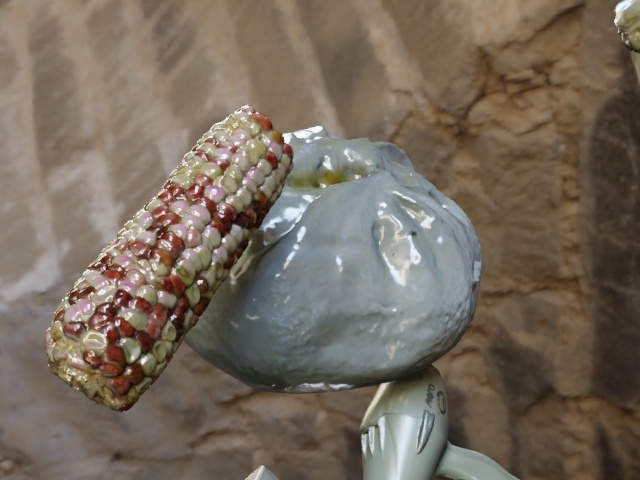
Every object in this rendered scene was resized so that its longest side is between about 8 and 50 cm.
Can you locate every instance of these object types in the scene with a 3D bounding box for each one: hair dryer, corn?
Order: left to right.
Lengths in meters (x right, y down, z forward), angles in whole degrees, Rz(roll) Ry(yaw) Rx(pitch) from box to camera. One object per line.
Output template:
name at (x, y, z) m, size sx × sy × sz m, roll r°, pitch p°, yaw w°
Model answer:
corn at (-0.105, 0.007, 0.872) m, size 0.092 × 0.280 × 0.092 m, roll 26°, pitch -29°, yaw 16°
hair dryer at (0.110, 0.251, 1.082) m, size 0.225 × 0.219 × 0.088 m, roll 44°, pitch -39°, yaw -3°

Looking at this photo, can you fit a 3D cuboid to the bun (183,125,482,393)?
bun at (-0.004, -0.003, 1.132) m, size 0.354 × 0.354 × 0.194 m, roll -121°, pitch -149°, yaw -57°

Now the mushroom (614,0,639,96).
mushroom at (0.424, -0.162, 1.181) m, size 0.267 × 0.164 × 0.189 m, roll 58°, pitch 13°, yaw -5°

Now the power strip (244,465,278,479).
power strip at (-0.109, 0.291, 1.102) m, size 0.035 × 0.192 × 0.081 m, roll 44°, pitch 28°, yaw -4°
